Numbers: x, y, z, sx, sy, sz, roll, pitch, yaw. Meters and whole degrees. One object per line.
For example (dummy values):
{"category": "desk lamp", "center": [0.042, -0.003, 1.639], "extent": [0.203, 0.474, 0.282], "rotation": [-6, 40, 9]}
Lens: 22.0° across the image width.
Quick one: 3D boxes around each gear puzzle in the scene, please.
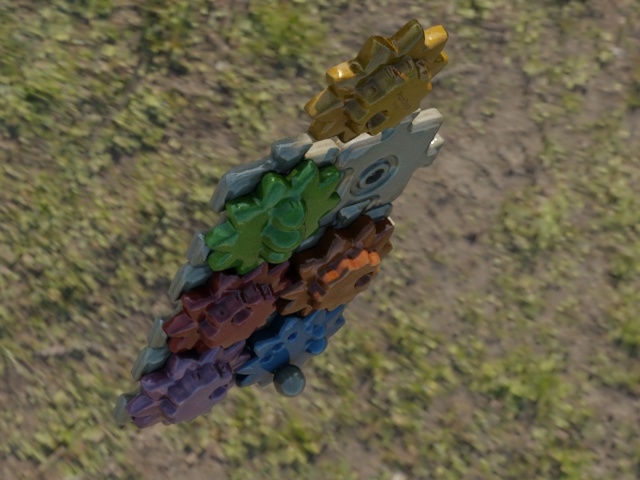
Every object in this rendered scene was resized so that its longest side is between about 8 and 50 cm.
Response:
{"category": "gear puzzle", "center": [0.000, 0.000, 0.939], "extent": [0.175, 0.044, 0.339], "rotation": [-19, 152, -37]}
